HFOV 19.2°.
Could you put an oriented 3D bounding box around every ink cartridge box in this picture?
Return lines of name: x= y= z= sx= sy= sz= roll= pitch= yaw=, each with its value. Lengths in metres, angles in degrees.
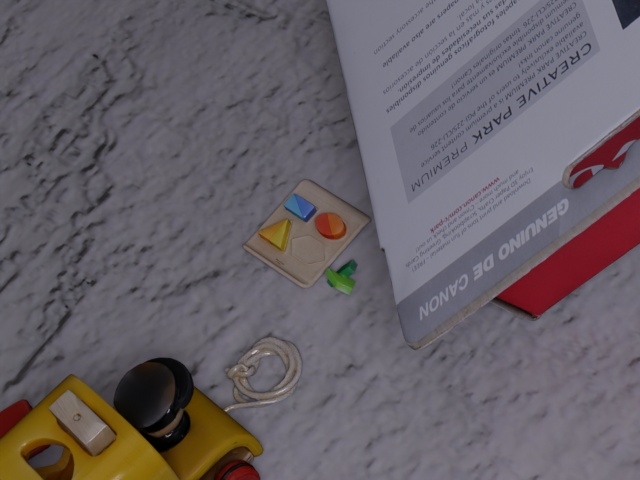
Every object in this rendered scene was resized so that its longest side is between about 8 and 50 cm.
ink cartridge box: x=0.164 y=-0.106 z=0.977 sx=0.309 sy=0.130 sz=0.271 roll=-39 pitch=44 yaw=33

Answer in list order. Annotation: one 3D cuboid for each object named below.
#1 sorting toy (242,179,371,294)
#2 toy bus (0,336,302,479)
sorting toy: x=0.000 y=0.000 z=1.120 sx=0.083 sy=0.012 sz=0.062 roll=33 pitch=71 yaw=35
toy bus: x=-0.116 y=0.123 z=1.013 sx=0.191 sy=0.104 sz=0.202 roll=-9 pitch=54 yaw=13
